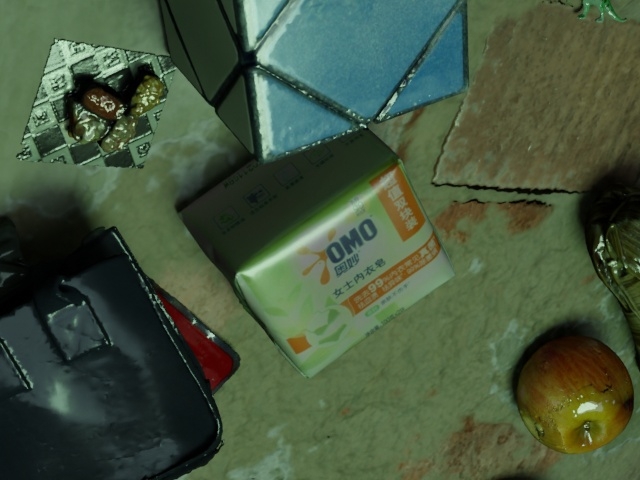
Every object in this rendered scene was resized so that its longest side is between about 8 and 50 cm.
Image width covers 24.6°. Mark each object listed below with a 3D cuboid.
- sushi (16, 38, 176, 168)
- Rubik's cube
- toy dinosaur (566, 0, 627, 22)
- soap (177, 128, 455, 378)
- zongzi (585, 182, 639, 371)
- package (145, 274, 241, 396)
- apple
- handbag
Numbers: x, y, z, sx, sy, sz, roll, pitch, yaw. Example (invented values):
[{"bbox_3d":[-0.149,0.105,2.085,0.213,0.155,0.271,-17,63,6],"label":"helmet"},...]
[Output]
[{"bbox_3d":[-0.193,-0.112,1.303,0.126,0.026,0.120,4,120,-33],"label":"sushi"},{"bbox_3d":[-0.012,-0.219,1.215,0.205,0.207,0.205,-21,130,-19],"label":"Rubik's cube"},{"bbox_3d":[0.284,-0.256,1.502,0.083,0.021,0.062,-2,110,-30],"label":"toy dinosaur"},{"bbox_3d":[0.000,0.000,1.428,0.199,0.138,0.182,-35,132,-4],"label":"soap"},{"bbox_3d":[0.386,0.068,1.747,0.286,0.288,0.134,35,63,-13],"label":"zongzi"},{"bbox_3d":[-0.215,0.177,1.473,0.269,0.071,0.194,-44,141,-1],"label":"package"},{"bbox_3d":[0.310,0.188,1.764,0.146,0.146,0.146,-16,129,-21],"label":"apple"},{"bbox_3d":[-0.281,0.135,1.339,0.326,0.118,0.269,-26,116,-1],"label":"handbag"}]
